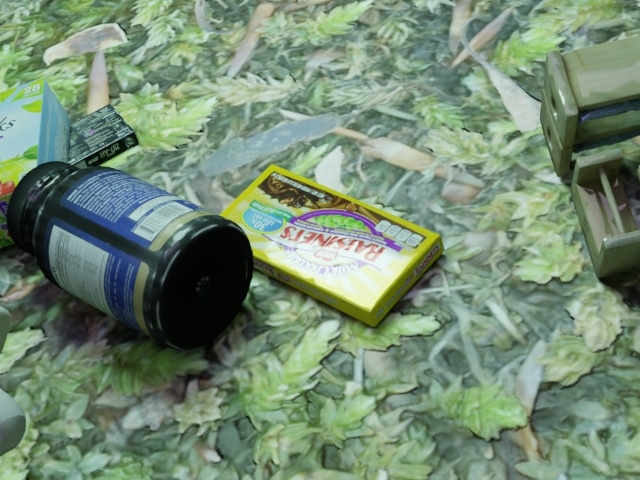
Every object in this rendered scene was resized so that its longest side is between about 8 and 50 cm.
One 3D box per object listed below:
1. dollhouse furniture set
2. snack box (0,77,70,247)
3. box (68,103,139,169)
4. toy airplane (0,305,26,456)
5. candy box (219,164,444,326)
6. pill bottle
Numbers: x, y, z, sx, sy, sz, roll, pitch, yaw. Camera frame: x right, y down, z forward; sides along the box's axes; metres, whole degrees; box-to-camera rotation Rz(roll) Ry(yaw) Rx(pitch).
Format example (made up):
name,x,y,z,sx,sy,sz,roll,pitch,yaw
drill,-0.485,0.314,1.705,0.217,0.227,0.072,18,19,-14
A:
name,x,y,z,sx,sy,sz,roll,pitch,yaw
dollhouse furniture set,0.278,-0.068,1.015,0.129,0.129,0.183,-13,68,3
snack box,-0.364,-0.061,1.194,0.207,0.070,0.174,-16,44,8
box,-0.246,-0.107,1.255,0.083,0.018,0.067,-31,46,-15
toy airplane,-0.296,0.211,0.772,0.385,0.272,0.386,-21,76,12
candy box,0.000,0.000,1.073,0.206,0.027,0.105,24,60,34
pill bottle,-0.177,0.004,1.050,0.219,0.122,0.123,24,56,34
